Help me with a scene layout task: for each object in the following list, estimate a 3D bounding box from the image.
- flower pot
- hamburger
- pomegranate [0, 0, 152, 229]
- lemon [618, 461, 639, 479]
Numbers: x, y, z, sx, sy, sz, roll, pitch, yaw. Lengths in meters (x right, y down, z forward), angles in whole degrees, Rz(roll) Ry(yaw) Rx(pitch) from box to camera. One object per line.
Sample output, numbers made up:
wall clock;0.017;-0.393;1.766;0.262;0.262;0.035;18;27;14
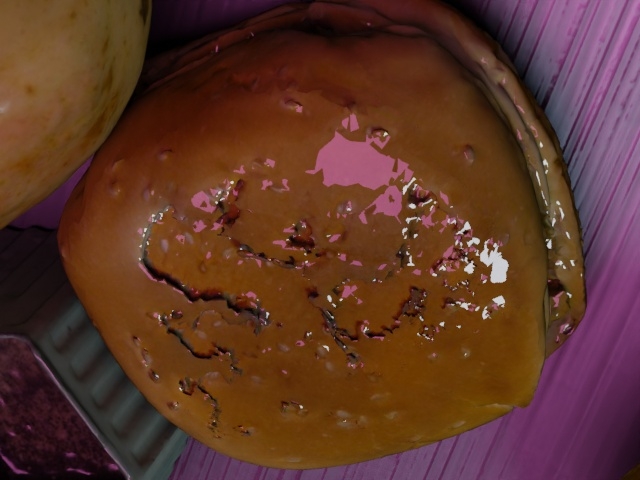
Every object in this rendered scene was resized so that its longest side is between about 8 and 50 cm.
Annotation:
flower pot;-0.203;0.119;1.251;0.239;0.189;0.209;-1;112;15
hamburger;0.007;0.001;1.154;0.304;0.174;0.284;-20;115;27
pomegranate;-0.250;-0.165;1.086;0.342;0.342;0.342;6;114;14
lemon;0.279;0.234;1.118;0.293;0.293;0.293;6;114;14
